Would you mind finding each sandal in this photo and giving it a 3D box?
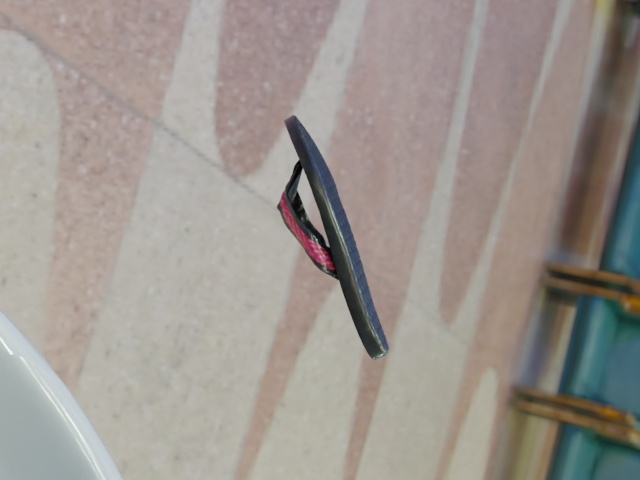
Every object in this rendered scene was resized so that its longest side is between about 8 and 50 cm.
[{"bbox_3d":[0.000,0.000,0.922,0.067,0.040,0.179,4,67,-79],"label":"sandal"}]

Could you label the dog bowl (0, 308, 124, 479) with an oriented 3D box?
[{"bbox_3d":[-0.156,0.112,0.325,0.265,0.104,0.265,41,31,-31],"label":"dog bowl"}]
